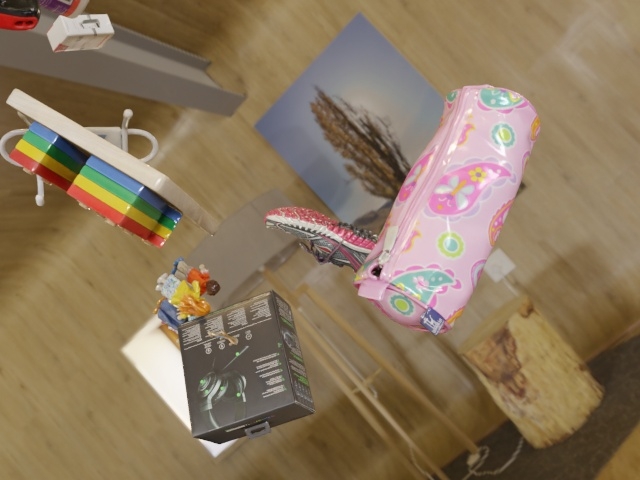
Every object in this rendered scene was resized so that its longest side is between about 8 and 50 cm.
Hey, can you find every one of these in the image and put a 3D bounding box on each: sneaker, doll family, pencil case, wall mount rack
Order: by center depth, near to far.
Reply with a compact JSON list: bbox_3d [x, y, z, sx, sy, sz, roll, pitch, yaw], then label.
[{"bbox_3d":[0.141,-0.036,0.700,0.284,0.124,0.124,-61,1,-15],"label":"pencil case"},{"bbox_3d":[-0.537,-0.209,1.418,0.350,0.130,0.304,-4,-38,-19],"label":"wall mount rack"},{"bbox_3d":[0.000,0.000,1.559,0.121,0.299,0.112,-74,5,-74],"label":"sneaker"},{"bbox_3d":[-0.341,0.183,1.586,0.118,0.163,0.262,-32,-34,-53],"label":"doll family"}]

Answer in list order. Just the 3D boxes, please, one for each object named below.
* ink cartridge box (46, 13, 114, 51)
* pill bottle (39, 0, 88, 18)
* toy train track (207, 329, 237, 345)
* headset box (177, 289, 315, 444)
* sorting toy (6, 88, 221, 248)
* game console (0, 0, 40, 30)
[{"bbox_3d":[-0.626,-0.542,1.650,0.099,0.056,0.135,-19,3,45],"label":"ink cartridge box"},{"bbox_3d":[-0.483,-0.449,1.032,0.194,0.108,0.108,12,-47,-45],"label":"pill bottle"},{"bbox_3d":[-0.198,0.196,1.270,0.014,0.048,0.083,-55,-35,4],"label":"toy train track"},{"bbox_3d":[-0.166,0.292,1.406,0.247,0.283,0.131,-22,-30,10],"label":"headset box"},{"bbox_3d":[-0.306,-0.077,0.927,0.089,0.257,0.255,-59,-13,-7],"label":"sorting toy"},{"bbox_3d":[-0.567,-0.453,0.813,0.342,0.386,0.060,-2,-22,-41],"label":"game console"}]
